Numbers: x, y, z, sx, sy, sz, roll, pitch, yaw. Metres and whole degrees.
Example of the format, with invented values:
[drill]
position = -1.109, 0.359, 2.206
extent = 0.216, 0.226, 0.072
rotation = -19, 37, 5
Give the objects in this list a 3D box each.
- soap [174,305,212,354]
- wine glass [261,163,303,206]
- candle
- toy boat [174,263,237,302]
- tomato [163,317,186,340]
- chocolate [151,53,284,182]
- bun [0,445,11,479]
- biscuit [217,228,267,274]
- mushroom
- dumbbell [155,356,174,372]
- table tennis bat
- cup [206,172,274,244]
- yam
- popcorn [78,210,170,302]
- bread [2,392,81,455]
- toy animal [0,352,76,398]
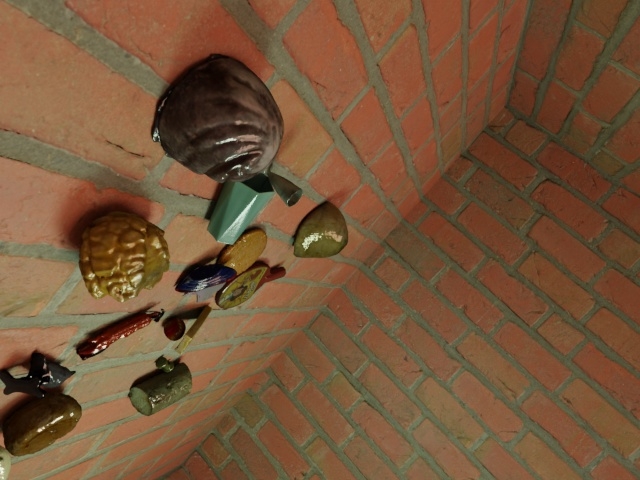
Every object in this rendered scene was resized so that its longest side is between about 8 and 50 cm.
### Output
[soap]
position = -0.509, 0.355, 1.750
extent = 0.092, 0.037, 0.252
rotation = -53, -174, 18
[wine glass]
position = -0.131, -0.185, 1.419
extent = 0.073, 0.155, 0.073
rotation = -39, 160, -17
[candle]
position = -0.657, 0.303, 1.442
extent = 0.301, 0.059, 0.084
rotation = -26, 165, -43
[toy boat]
position = -0.413, 0.172, 1.646
extent = 0.219, 0.072, 0.318
rotation = -25, 158, -3
[tomato]
position = -0.571, 0.345, 1.685
extent = 0.087, 0.087, 0.075
rotation = -45, 132, -3
[chocolate]
position = -0.208, -0.250, 1.034
extent = 0.303, 0.213, 0.303
rotation = -42, 161, -18
[bun]
position = -1.022, 0.645, 1.188
extent = 0.259, 0.160, 0.260
rotation = -23, 127, -33
[biscuit]
position = -0.311, 0.052, 1.712
extent = 0.254, 0.035, 0.254
rotation = -40, 160, -19
[mushroom]
position = -0.003, 0.001, 2.050
extent = 0.217, 0.212, 0.292
rotation = -42, 169, -39
[dumbbell]
position = -0.687, 0.549, 1.908
extent = 0.052, 0.046, 0.118
rotation = -35, 159, -16
[table tennis bat]
position = -0.313, 0.192, 1.990
extent = 0.414, 0.051, 0.268
rotation = -17, 146, -51
[cup]
position = -0.265, -0.109, 1.356
extent = 0.134, 0.148, 0.236
rotation = 17, 126, -33
[yam]
position = -0.707, 0.672, 1.954
extent = 0.268, 0.161, 0.161
rotation = -15, 144, -53
[popcorn]
position = -0.491, 0.046, 1.086
extent = 0.250, 0.189, 0.250
rotation = -53, 165, -21
[bread]
position = -0.901, 0.586, 1.397
extent = 0.230, 0.123, 0.230
rotation = -37, 163, -13
[toy animal]
position = -0.812, 0.379, 1.267
extent = 0.210, 0.120, 0.117
rotation = 100, -10, -86
